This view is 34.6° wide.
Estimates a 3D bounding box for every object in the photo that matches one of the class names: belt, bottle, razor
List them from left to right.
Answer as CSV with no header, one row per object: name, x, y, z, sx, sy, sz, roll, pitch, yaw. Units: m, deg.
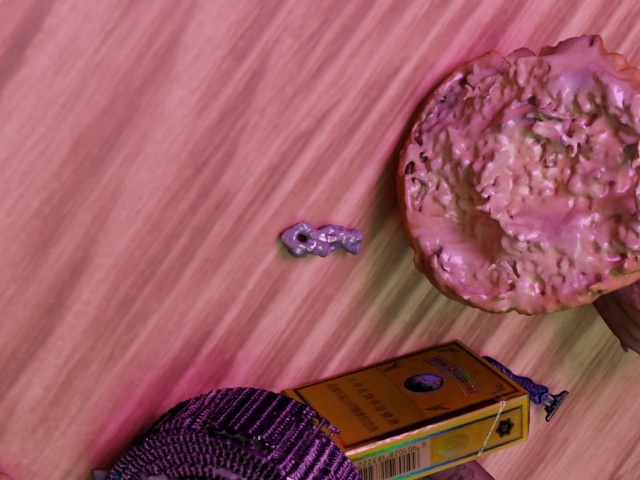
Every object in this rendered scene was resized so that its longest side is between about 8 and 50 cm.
belt,-0.069,0.299,0.973,0.260,0.122,0.325,-8,108,23
bottle,0.152,0.263,1.181,0.053,0.053,0.140,-46,122,-3
razor,0.225,0.165,1.191,0.154,0.028,0.044,29,95,-33

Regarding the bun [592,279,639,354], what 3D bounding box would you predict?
bun,0.377,0.007,1.091,0.204,0.282,0.281,-15,127,29

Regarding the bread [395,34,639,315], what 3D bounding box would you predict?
bread,0.206,-0.055,0.971,0.149,0.274,0.274,18,102,-53

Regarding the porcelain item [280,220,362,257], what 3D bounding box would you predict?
porcelain item,0.000,0.000,1.014,0.083,0.028,0.036,3,92,-26

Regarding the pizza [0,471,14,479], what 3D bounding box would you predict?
pizza,-0.334,0.403,0.983,0.434,0.080,0.392,-9,114,-24

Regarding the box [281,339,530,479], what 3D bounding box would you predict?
box,0.087,0.180,1.063,0.219,0.141,0.064,-11,113,-21
